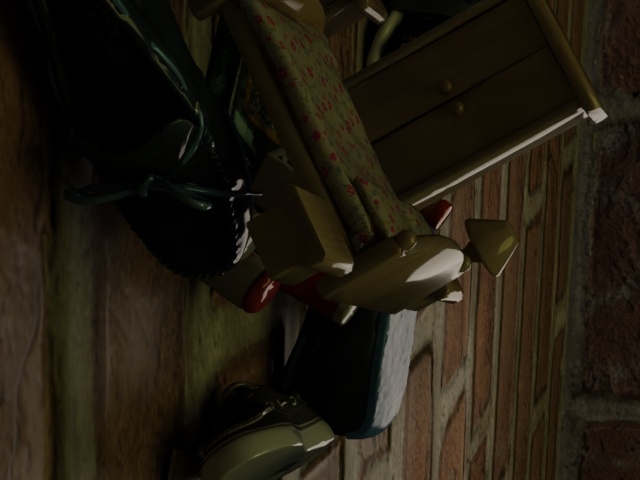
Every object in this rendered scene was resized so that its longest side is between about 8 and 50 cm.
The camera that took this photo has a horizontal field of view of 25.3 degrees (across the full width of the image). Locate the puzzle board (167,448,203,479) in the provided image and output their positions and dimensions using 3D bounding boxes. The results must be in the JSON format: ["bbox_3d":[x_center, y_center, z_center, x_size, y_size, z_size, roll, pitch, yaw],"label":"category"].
[{"bbox_3d":[-0.103,0.222,1.043,0.096,0.011,0.128,46,53,-69],"label":"puzzle board"}]

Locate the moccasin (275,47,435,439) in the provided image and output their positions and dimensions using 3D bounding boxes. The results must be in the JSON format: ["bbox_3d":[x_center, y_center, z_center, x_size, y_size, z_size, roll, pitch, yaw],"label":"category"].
[{"bbox_3d":[0.027,-0.006,1.219,0.138,0.117,0.342,38,63,-66],"label":"moccasin"}]

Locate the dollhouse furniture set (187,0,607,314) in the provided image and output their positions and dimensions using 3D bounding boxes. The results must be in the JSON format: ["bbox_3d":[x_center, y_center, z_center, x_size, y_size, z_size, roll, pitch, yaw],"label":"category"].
[{"bbox_3d":[0.045,-0.129,0.882,0.303,0.174,0.355,65,15,13],"label":"dollhouse furniture set"}]

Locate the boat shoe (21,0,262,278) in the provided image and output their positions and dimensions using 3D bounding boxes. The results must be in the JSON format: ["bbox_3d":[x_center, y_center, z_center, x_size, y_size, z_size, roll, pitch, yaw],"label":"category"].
[{"bbox_3d":[-0.114,-0.068,0.796,0.089,0.109,0.258,-86,155,-51],"label":"boat shoe"}]

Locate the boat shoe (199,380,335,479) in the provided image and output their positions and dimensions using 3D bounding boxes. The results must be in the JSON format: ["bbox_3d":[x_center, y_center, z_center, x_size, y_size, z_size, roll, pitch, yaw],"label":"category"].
[{"bbox_3d":[-0.049,0.143,1.092,0.076,0.080,0.228,55,13,12],"label":"boat shoe"}]

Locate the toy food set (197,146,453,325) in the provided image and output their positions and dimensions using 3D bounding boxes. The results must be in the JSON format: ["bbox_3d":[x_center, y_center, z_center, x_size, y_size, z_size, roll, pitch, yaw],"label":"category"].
[{"bbox_3d":[0.000,0.000,1.063,0.232,0.104,0.111,-27,148,-59],"label":"toy food set"}]

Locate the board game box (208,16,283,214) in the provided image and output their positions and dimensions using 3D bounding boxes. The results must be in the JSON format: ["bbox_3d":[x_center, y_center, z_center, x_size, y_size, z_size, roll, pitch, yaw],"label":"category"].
[{"bbox_3d":[-0.043,-0.100,1.107,0.186,0.026,0.126,56,43,-64],"label":"board game box"}]

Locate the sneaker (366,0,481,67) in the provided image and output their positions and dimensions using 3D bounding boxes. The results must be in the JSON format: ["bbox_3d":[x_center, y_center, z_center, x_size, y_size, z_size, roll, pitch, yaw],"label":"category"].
[{"bbox_3d":[0.126,-0.211,1.440,0.127,0.126,0.321,66,35,-67],"label":"sneaker"}]
